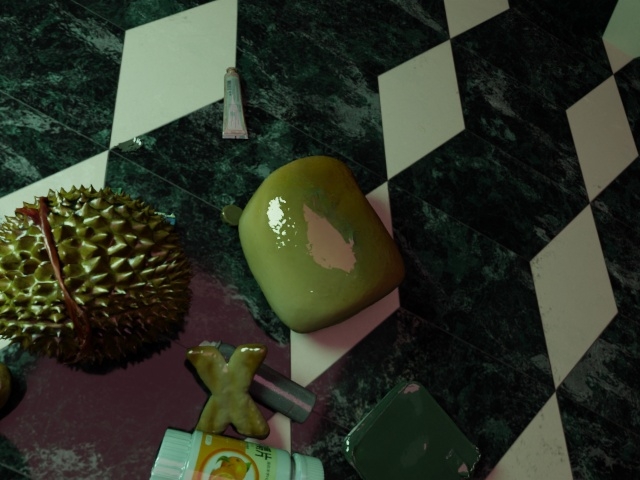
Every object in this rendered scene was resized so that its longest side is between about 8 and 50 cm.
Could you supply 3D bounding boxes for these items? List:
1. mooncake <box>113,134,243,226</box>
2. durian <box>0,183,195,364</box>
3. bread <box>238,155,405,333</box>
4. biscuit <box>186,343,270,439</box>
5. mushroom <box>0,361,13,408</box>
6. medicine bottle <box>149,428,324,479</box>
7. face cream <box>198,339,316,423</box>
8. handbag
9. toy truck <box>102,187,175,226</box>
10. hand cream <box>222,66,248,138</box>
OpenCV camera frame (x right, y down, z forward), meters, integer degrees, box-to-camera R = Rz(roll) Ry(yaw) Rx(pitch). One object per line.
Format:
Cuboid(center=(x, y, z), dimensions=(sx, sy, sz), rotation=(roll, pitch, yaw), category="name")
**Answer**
Cuboid(center=(-0.342, -0.148, 1.116), dimensions=(0.346, 0.057, 0.150), rotation=(49, 51, 7), category="mooncake")
Cuboid(center=(-0.437, 0.066, 0.868), dimensions=(0.384, 0.348, 0.347), rotation=(-1, 64, -64), category="durian")
Cuboid(center=(0.000, 0.000, 1.065), dimensions=(0.348, 0.253, 0.375), rotation=(-22, 77, -20), category="bread")
Cuboid(center=(-0.188, 0.313, 0.942), dimensions=(0.165, 0.047, 0.207), rotation=(-1, 99, -2), category="biscuit")
Cuboid(center=(-0.638, 0.283, 0.845), dimensions=(0.126, 0.084, 0.109), rotation=(-35, 49, -24), category="mushroom")
Cuboid(center=(-0.167, 0.471, 0.884), dimensions=(0.318, 0.158, 0.158), rotation=(17, 66, -11), category="medicine bottle")
Cuboid(center=(-0.144, 0.302, 1.001), dimensions=(0.284, 0.073, 0.073), rotation=(32, 64, -5), category="face cream")
Cuboid(center=(0.211, 0.489, 1.043), dimensions=(0.248, 0.079, 0.260), rotation=(-39, 86, -26), category="handbag")
Cuboid(center=(-0.424, -0.068, 1.054), dimensions=(0.175, 0.067, 0.081), rotation=(8, 67, -15), category="toy truck")
Cuboid(center=(-0.237, -0.374, 1.247), dimensions=(0.067, 0.043, 0.209), rotation=(-1, 76, -16), category="hand cream")
